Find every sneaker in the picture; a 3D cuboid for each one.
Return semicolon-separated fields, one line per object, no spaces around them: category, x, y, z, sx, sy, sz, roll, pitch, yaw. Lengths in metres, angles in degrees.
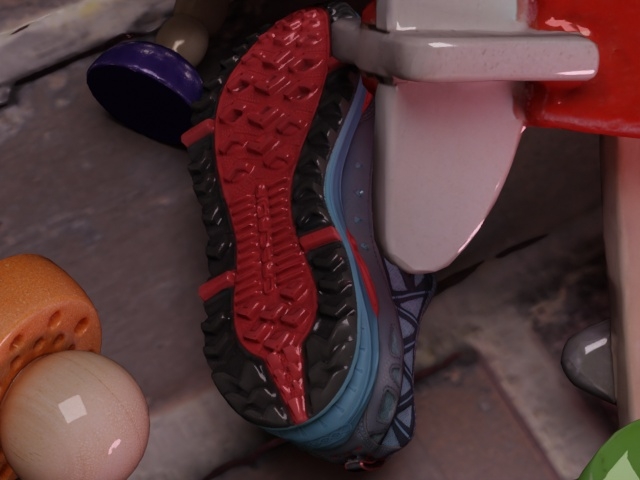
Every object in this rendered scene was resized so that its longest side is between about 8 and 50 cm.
sneaker;0.000;0.000;0.948;0.104;0.125;0.262;-15;53;24

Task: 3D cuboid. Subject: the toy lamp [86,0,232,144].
toy lamp;-0.037;-0.181;1.054;0.080;0.080;0.274;24;66;9

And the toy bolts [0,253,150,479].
toy bolts;-0.164;0.124;0.799;0.158;0.228;0.218;31;70;23

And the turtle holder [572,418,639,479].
turtle holder;0.128;0.225;0.764;0.320;0.227;0.243;-10;64;-8

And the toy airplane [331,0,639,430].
toy airplane;0.193;-0.091;0.879;0.384;0.272;0.386;45;103;-3
